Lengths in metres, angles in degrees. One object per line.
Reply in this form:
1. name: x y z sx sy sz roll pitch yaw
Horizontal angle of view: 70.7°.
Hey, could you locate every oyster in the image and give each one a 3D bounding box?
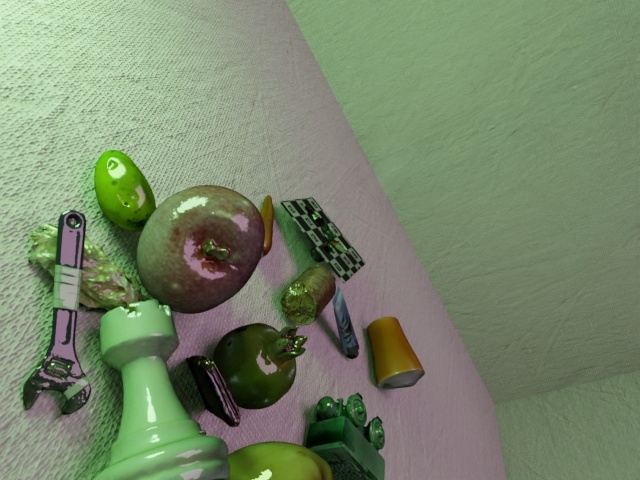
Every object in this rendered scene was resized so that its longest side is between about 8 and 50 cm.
1. oyster: -0.388 0.050 0.767 0.208 0.072 0.133 60 20 -10

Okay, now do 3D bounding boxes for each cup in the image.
1. cup: 0.276 0.448 1.748 0.226 0.183 0.263 91 -14 -54

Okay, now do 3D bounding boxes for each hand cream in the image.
1. hand cream: 0.080 0.284 1.493 0.091 0.059 0.271 -63 143 -53

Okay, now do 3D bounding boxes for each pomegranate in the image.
1. pomegranate: -0.120 0.253 0.955 0.187 0.225 0.186 32 39 -30

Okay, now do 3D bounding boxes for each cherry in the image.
1. cherry: -0.235 0.015 0.895 0.221 0.261 0.307 38 -15 -8

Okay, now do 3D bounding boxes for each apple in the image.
1. apple: -0.085 0.489 0.800 0.262 0.263 0.262 48 29 -37

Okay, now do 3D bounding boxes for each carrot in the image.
1. carrot: -0.171 -0.045 1.362 0.069 0.069 0.335 53 19 -29

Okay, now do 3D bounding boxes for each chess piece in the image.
1. chess piece: -0.269 0.252 0.711 0.195 0.195 0.298 28 34 -56

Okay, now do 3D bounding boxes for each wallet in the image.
1. wallet: -0.200 0.263 0.817 0.031 0.232 0.121 -23 88 -25

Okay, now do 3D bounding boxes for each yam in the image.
1. yam: -0.032 0.166 1.364 0.129 0.128 0.238 35 18 4

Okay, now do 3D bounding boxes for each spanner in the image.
1. spanner: -0.393 0.101 0.688 0.087 0.024 0.315 9 69 -42

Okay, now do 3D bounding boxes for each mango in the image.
1. mango: -0.386 -0.097 0.883 0.178 0.100 0.119 63 -18 11

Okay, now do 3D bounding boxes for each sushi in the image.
1. sushi: 0.000 0.000 1.629 0.343 0.064 0.359 51 18 4

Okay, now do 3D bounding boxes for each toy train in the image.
1. toy train: 0.075 0.539 1.207 0.266 0.145 0.201 54 28 -25
